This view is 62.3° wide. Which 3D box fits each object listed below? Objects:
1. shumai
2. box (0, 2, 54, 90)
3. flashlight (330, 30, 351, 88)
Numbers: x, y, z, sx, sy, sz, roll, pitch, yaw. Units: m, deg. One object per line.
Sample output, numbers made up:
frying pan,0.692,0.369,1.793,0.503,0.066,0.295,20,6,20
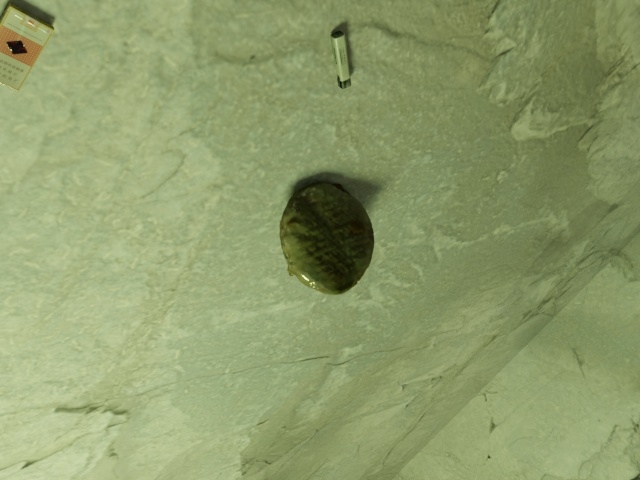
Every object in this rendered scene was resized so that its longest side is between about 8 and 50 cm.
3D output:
shumai,0.000,0.000,0.942,0.201,0.201,0.120,-4,173,-34
box,-0.326,-0.204,0.563,0.046,0.012,0.083,22,115,-47
flashlight,0.030,-0.259,0.764,0.018,0.018,0.083,-27,141,-11
